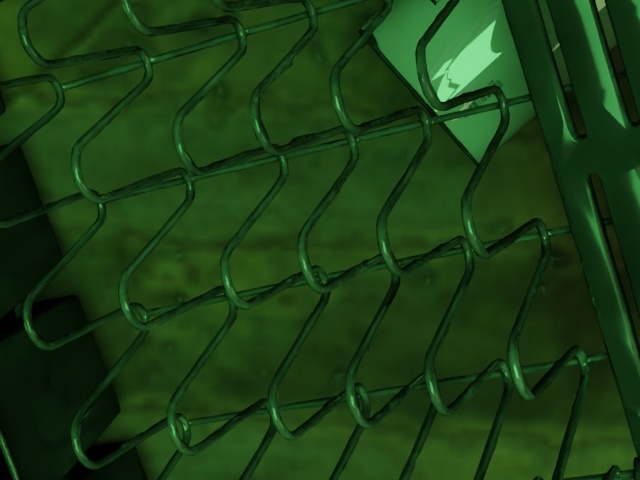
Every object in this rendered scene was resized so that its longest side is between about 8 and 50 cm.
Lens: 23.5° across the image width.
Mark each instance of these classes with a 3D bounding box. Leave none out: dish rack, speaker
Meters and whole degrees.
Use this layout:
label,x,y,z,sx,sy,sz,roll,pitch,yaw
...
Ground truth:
label,x,y,z,sx,sy,sz,roll,pitch,yaw
dish rack,0.000,0.000,0.405,0.272,0.074,0.208,-13,105,26
speaker,0.078,-0.086,0.441,0.136,0.055,0.055,-42,101,5
